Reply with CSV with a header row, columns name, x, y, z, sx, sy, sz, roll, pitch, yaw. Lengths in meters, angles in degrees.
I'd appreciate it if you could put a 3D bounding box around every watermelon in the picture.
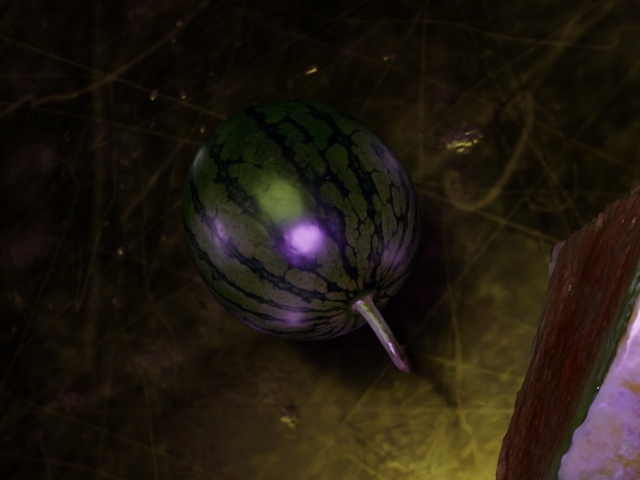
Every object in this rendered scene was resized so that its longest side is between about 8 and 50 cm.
name,x,y,z,sx,sy,sz,roll,pitch,yaw
watermelon,0.000,0.000,0.722,0.141,0.141,0.187,-42,59,2
watermelon,0.165,0.077,0.596,0.193,0.232,0.310,15,119,26
